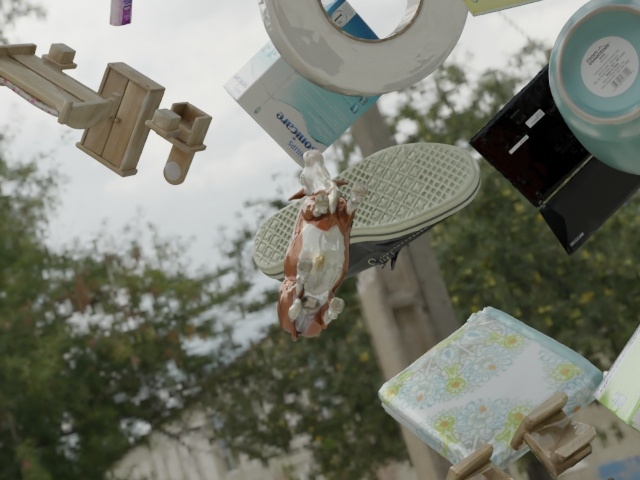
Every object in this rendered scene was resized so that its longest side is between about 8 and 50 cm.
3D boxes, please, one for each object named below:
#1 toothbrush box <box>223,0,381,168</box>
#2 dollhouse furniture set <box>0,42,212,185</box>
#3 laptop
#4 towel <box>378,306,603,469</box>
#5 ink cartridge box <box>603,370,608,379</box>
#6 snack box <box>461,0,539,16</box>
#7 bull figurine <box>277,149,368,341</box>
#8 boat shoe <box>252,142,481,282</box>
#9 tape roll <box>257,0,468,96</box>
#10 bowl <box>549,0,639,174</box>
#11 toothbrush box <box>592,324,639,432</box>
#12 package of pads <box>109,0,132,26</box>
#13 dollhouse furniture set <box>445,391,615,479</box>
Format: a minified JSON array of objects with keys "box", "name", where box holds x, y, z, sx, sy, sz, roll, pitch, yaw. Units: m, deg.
[{"box":[-0.012,-0.328,2.413,0.295,0.216,0.126,-46,27,2],"name":"toothbrush box"},{"box":[-0.407,-0.179,1.951,0.355,0.303,0.173,-21,-41,-61],"name":"dollhouse furniture set"},{"box":[0.435,-0.151,2.110,0.234,0.264,0.136,-45,-9,-2],"name":"laptop"},{"box":[0.326,0.296,2.330,0.320,0.090,0.374,-36,30,-15],"name":"towel"},{"box":[0.684,0.269,2.058,0.296,0.066,0.261,5,-5,-23],"name":"ink cartridge box"},{"box":[0.198,-0.457,1.635,0.187,0.322,0.060,0,48,55],"name":"snack box"},{"box":[0.000,0.000,1.826,0.101,0.310,0.188,9,-14,-9],"name":"bull figurine"},{"box":[0.098,-0.039,2.237,0.500,0.186,0.156,-25,-38,33],"name":"boat shoe"},{"box":[0.079,-0.451,2.118,0.392,0.392,0.072,-13,4,-17],"name":"tape roll"},{"box":[0.473,-0.257,1.799,0.312,0.311,0.163,-25,-15,33],"name":"bowl"},{"box":[0.482,0.169,1.570,0.206,0.122,0.283,-57,-3,2],"name":"toothbrush box"},{"box":[-0.422,-0.497,2.524,0.032,0.083,0.050,21,28,23],"name":"package of pads"},{"box":[0.276,0.484,1.613,0.394,0.362,0.256,-30,-24,-18],"name":"dollhouse furniture set"}]
